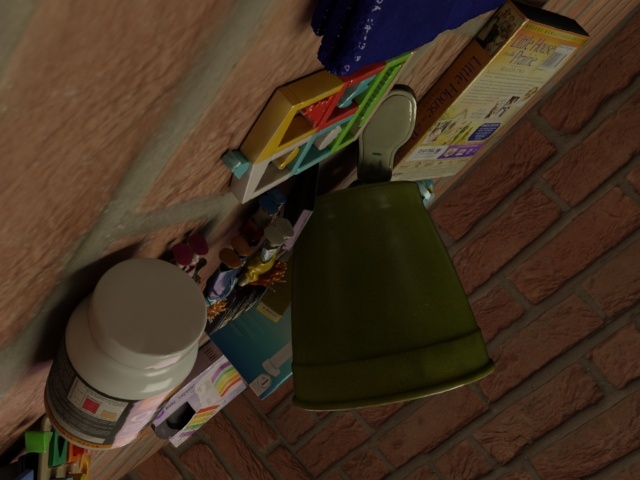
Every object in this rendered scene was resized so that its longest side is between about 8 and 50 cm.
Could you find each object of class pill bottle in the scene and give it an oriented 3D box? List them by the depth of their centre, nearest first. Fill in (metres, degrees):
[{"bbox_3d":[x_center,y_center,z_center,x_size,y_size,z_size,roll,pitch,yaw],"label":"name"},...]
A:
[{"bbox_3d":[-0.252,0.150,0.812,0.162,0.162,0.278,-32,167,-44],"label":"pill bottle"}]

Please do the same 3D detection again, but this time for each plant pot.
[{"bbox_3d":[0.094,0.085,1.148,0.366,0.353,0.366,-11,176,-1],"label":"plant pot"}]

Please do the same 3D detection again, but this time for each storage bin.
[{"bbox_3d":[-0.542,0.422,1.133,0.091,0.098,0.135,-13,168,-3],"label":"storage bin"}]

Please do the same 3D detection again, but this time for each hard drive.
[{"bbox_3d":[-0.035,-0.055,1.016,0.135,0.022,0.094,123,-24,-57],"label":"hard drive"}]

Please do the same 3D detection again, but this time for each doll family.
[{"bbox_3d":[-0.130,0.045,0.949,0.263,0.118,0.163,-34,168,-38],"label":"doll family"}]

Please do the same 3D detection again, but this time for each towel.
[{"bbox_3d":[0.127,-0.298,0.612,0.308,0.076,0.227,-34,161,-36],"label":"towel"}]

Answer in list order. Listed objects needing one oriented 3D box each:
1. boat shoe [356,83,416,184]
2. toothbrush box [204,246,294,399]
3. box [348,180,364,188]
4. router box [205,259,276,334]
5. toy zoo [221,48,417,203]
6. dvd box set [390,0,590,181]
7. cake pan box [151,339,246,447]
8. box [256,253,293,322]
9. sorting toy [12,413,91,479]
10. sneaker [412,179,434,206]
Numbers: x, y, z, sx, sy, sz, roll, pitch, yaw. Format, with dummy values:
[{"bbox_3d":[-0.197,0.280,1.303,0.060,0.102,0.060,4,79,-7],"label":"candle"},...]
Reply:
[{"bbox_3d":[0.105,-0.185,1.057,0.233,0.084,0.079,105,-4,-61],"label":"boat shoe"},{"bbox_3d":[-0.086,0.189,1.484,0.295,0.216,0.126,-44,171,7],"label":"toothbrush box"},{"bbox_3d":[0.135,-0.060,1.413,0.093,0.158,0.156,-47,169,35],"label":"box"},{"bbox_3d":[-0.170,0.113,1.320,0.133,0.046,0.179,-33,167,-41],"label":"router box"},{"bbox_3d":[-0.010,-0.150,0.819,0.293,0.030,0.192,-34,168,-39],"label":"toy zoo"},{"bbox_3d":[0.316,-0.280,1.278,0.308,0.062,0.420,-13,152,-47],"label":"dvd box set"},{"bbox_3d":[-0.341,0.413,1.689,0.267,0.070,0.245,-38,146,-19],"label":"cake pan box"},{"bbox_3d":[-0.047,0.061,1.354,0.232,0.058,0.087,-54,180,-22],"label":"box"},{"bbox_3d":[-0.459,0.408,1.144,0.047,0.196,0.347,2,165,-1],"label":"sorting toy"},{"bbox_3d":[0.192,-0.094,1.613,0.208,0.127,0.319,-42,180,16],"label":"sneaker"}]
